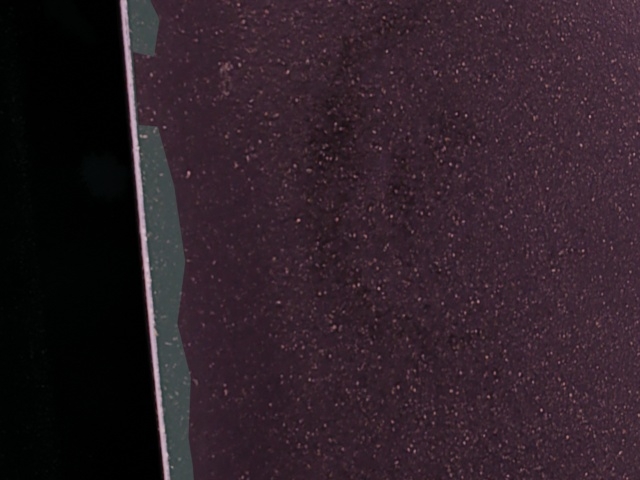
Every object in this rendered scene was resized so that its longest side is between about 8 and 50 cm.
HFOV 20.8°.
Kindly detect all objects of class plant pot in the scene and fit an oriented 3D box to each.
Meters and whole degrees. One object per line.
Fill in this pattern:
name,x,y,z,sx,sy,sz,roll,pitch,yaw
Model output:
plant pot,0.000,0.000,0.451,0.167,0.188,0.187,-6,92,-26
